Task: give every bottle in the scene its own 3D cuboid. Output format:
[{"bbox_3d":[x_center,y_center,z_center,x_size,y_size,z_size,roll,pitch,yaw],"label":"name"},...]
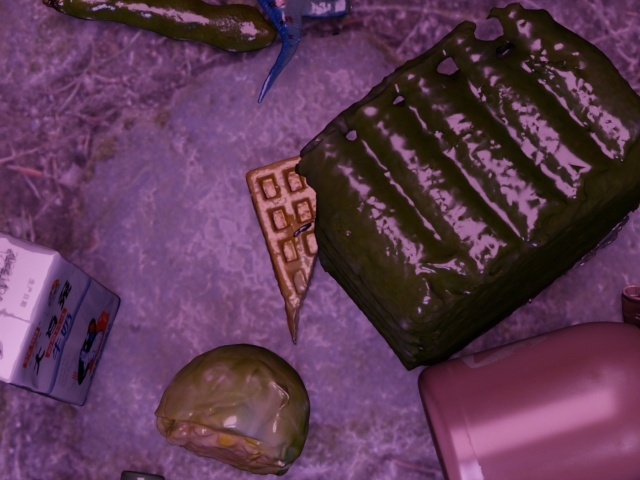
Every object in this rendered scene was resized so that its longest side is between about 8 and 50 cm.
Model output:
[{"bbox_3d":[0.253,0.154,1.579,0.297,0.173,0.206,-17,45,1],"label":"bottle"}]

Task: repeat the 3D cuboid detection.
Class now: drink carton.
[{"bbox_3d":[-0.284,0.078,1.549,0.107,0.315,0.130,17,81,5],"label":"drink carton"}]

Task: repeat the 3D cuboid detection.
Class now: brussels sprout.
[{"bbox_3d":[-0.084,0.160,1.611,0.152,0.149,0.122,18,64,-9],"label":"brussels sprout"}]

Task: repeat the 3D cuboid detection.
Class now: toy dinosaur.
[{"bbox_3d":[-0.025,-0.306,1.712,0.144,0.076,0.329,-13,68,4],"label":"toy dinosaur"}]

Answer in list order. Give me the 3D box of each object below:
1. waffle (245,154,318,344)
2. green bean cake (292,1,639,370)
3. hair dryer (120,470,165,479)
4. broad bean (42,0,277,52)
[{"bbox_3d":[0.000,0.000,1.691,0.125,0.032,0.191,-19,81,-2],"label":"waffle"},{"bbox_3d":[0.145,-0.044,1.545,0.335,0.319,0.218,-34,76,-6],"label":"green bean cake"},{"bbox_3d":[-0.238,0.267,1.653,0.150,0.047,0.071,8,82,12],"label":"hair dryer"},{"bbox_3d":[-0.170,-0.245,1.731,0.256,0.053,0.052,10,109,-1],"label":"broad bean"}]
